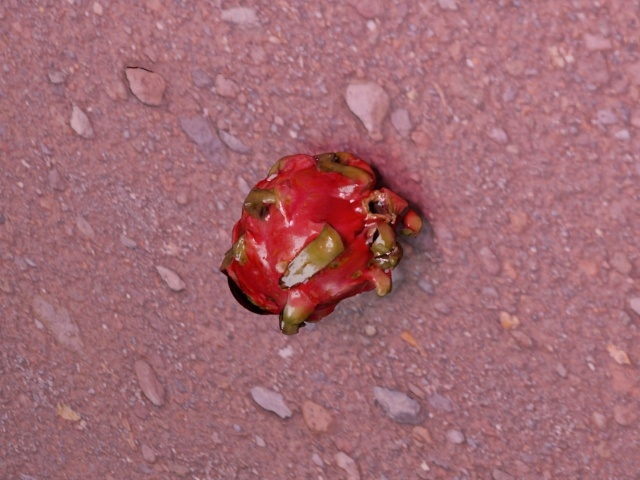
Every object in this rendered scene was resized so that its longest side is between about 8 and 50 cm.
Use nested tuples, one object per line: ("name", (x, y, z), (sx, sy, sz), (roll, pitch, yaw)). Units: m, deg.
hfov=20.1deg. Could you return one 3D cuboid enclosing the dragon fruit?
("dragon fruit", (0.000, 0.000, 1.703), (0.172, 0.160, 0.166), (-35, 53, 49))
